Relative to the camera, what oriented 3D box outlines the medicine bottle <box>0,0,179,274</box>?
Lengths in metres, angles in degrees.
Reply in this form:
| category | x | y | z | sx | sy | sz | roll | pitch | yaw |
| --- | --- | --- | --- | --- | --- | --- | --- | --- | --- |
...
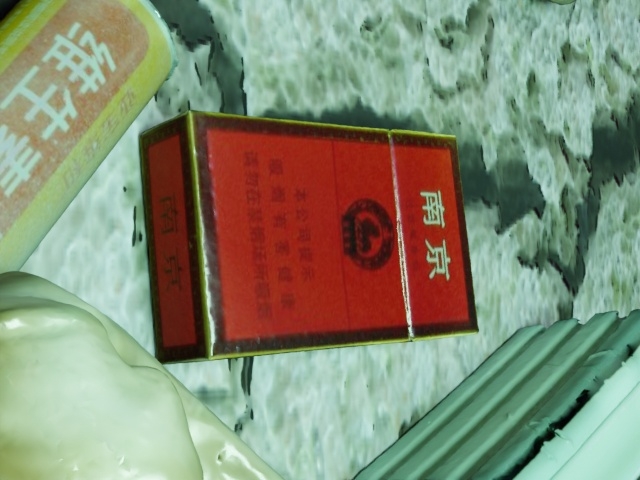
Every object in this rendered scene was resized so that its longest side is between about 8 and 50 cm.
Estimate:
| category | x | y | z | sx | sy | sz | roll | pitch | yaw |
| --- | --- | --- | --- | --- | --- | --- | --- | --- | --- |
| medicine bottle | -0.215 | 0.028 | 0.463 | 0.108 | 0.108 | 0.426 | 45 | 55 | -25 |

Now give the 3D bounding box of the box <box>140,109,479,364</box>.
| category | x | y | z | sx | sy | sz | roll | pitch | yaw |
| --- | --- | --- | --- | --- | --- | --- | --- | --- | --- |
| box | 0.000 | 0.000 | 0.669 | 0.240 | 0.074 | 0.153 | 0 | 78 | -41 |

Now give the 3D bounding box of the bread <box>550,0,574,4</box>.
| category | x | y | z | sx | sy | sz | roll | pitch | yaw |
| --- | --- | --- | --- | --- | --- | --- | --- | --- | --- |
| bread | 0.238 | -0.326 | 0.914 | 0.337 | 0.102 | 0.183 | -39 | 111 | -40 |

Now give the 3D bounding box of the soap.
| category | x | y | z | sx | sy | sz | roll | pitch | yaw |
| --- | --- | --- | --- | --- | --- | --- | --- | --- | --- |
| soap | 0.150 | 0.152 | 0.714 | 0.261 | 0.150 | 0.094 | -32 | 100 | -38 |

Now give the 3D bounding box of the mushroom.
| category | x | y | z | sx | sy | sz | roll | pitch | yaw |
| --- | --- | --- | --- | --- | --- | --- | --- | --- | --- |
| mushroom | -0.099 | 0.223 | 0.460 | 0.313 | 0.224 | 0.397 | -45 | 112 | -21 |
